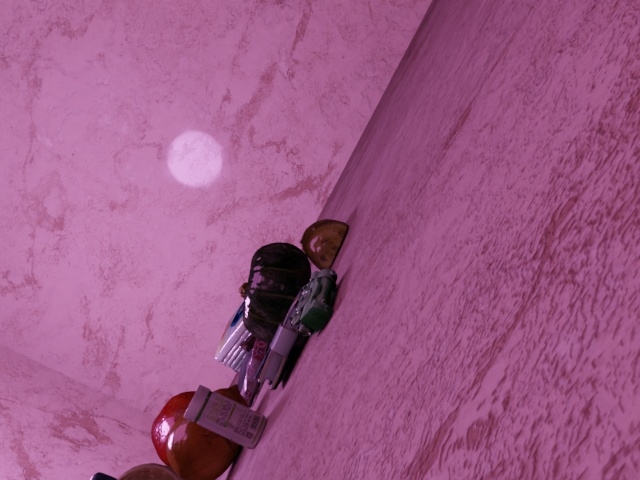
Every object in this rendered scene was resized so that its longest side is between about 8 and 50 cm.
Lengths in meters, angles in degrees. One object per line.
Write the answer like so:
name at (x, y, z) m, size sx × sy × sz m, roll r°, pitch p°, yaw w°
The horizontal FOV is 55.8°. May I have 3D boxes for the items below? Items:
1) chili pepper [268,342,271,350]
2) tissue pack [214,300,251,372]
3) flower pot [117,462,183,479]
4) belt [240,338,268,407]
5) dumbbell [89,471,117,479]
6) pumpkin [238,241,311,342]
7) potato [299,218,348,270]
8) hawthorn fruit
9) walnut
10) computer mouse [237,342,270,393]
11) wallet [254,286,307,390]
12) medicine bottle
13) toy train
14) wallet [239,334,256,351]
chili pepper at (-0.152, 0.354, 1.982) m, size 0.153 × 0.041 × 0.050 m, roll -69°, pitch -28°, yaw -59°
tissue pack at (-0.258, 0.318, 2.493) m, size 0.388 × 0.162 × 0.287 m, roll -52°, pitch 10°, yaw 28°
flower pot at (-0.558, 0.901, 1.985) m, size 0.244 × 0.307 × 0.308 m, roll 94°, pitch -163°, yaw -58°
belt at (-0.217, 0.432, 1.996) m, size 0.071 × 0.053 × 0.232 m, roll 86°, pitch -161°, yaw -86°
dumbbell at (-0.452, 0.703, 1.518) m, size 0.160 × 0.324 × 0.144 m, roll 131°, pitch 161°, yaw -60°
pumpkin at (-0.138, 0.155, 1.784) m, size 0.300 × 0.207 × 0.301 m, roll -173°, pitch 90°, yaw -85°
potato at (0.000, 0.000, 1.835) m, size 0.272 × 0.111 × 0.160 m, roll -97°, pitch 32°, yaw -84°
hawthorn fruit at (-0.442, 0.677, 2.133) m, size 0.285 × 0.284 × 0.369 m, roll -65°, pitch 13°, yaw -21°
walnut at (-0.305, 0.533, 1.704) m, size 0.298 × 0.203 × 0.203 m, roll -62°, pitch 3°, yaw -30°
computer mouse at (-0.249, 0.479, 2.118) m, size 0.167 × 0.090 × 0.380 m, roll 122°, pitch 172°, yaw -64°
wallet at (-0.074, 0.240, 1.512) m, size 0.251 × 0.075 × 0.176 m, roll -63°, pitch -2°, yaw 2°
medicine bottle at (-0.227, 0.423, 1.447) m, size 0.086 × 0.183 × 0.086 m, roll -62°, pitch 3°, yaw 7°
toy train at (-0.008, 0.134, 1.345) m, size 0.105 × 0.071 × 0.178 m, roll -51°, pitch 11°, yaw 33°
wallet at (-0.183, 0.302, 2.115) m, size 0.230 × 0.042 × 0.124 m, roll -43°, pitch 5°, yaw -16°
